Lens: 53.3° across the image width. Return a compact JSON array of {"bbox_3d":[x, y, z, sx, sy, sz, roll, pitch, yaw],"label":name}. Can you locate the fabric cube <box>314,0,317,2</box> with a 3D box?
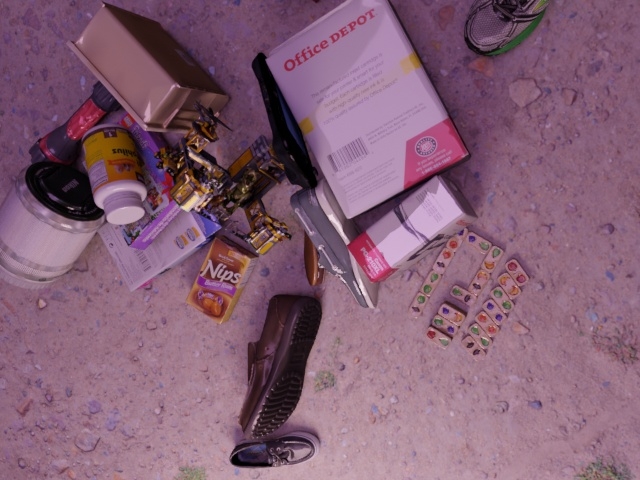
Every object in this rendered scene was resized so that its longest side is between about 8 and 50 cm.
[{"bbox_3d":[-0.063,-0.694,1.299,0.254,0.259,0.258,42,106,10],"label":"fabric cube"}]

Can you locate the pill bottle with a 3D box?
[{"bbox_3d":[-0.464,-0.149,1.446,0.117,0.117,0.215,-26,69,18],"label":"pill bottle"}]

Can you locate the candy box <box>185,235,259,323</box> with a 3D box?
[{"bbox_3d":[-0.240,0.095,1.549,0.109,0.053,0.187,30,102,13],"label":"candy box"}]

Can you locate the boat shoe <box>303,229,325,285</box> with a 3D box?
[{"bbox_3d":[0.000,0.000,1.453,0.073,0.073,0.207,-6,103,-22],"label":"boat shoe"}]

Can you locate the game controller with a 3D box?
[{"bbox_3d":[-0.076,-0.253,1.334,0.067,0.167,0.319,-19,53,3],"label":"game controller"}]

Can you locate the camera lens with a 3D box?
[{"bbox_3d":[-0.678,-0.040,1.576,0.219,0.219,0.274,46,115,8],"label":"camera lens"}]

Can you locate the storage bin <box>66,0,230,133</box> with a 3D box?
[{"bbox_3d":[-0.369,-0.376,1.430,0.262,0.260,0.123,47,108,8],"label":"storage bin"}]

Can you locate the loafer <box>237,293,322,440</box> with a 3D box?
[{"bbox_3d":[-0.109,0.290,1.504,0.130,0.133,0.366,23,93,38],"label":"loafer"}]

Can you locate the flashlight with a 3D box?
[{"bbox_3d":[-0.599,-0.288,1.596,0.304,0.103,0.103,-38,83,18],"label":"flashlight"}]

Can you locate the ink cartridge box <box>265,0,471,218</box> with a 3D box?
[{"bbox_3d":[0.104,-0.280,1.341,0.279,0.160,0.385,-27,88,18],"label":"ink cartridge box"}]

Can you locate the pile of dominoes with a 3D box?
[{"bbox_3d":[0.319,0.119,1.379,0.195,0.040,0.251,30,104,13],"label":"pile of dominoes"}]

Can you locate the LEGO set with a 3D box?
[{"bbox_3d":[-0.164,-0.143,1.365,0.192,0.255,0.331,-42,125,17],"label":"LEGO set"}]

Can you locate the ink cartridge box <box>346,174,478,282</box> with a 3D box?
[{"bbox_3d":[0.196,-0.020,1.329,0.237,0.172,0.100,-38,76,18],"label":"ink cartridge box"}]

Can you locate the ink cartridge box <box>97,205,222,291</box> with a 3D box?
[{"bbox_3d":[-0.391,-0.029,1.578,0.311,0.065,0.186,-33,83,20],"label":"ink cartridge box"}]

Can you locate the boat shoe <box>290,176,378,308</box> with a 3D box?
[{"bbox_3d":[0.036,0.016,1.398,0.099,0.116,0.320,-17,112,23],"label":"boat shoe"}]

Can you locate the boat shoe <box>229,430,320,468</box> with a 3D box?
[{"bbox_3d":[-0.116,0.514,1.542,0.228,0.076,0.080,-7,94,18],"label":"boat shoe"}]

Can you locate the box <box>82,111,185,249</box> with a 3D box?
[{"bbox_3d":[-0.439,-0.151,1.536,0.201,0.057,0.293,-43,64,16],"label":"box"}]

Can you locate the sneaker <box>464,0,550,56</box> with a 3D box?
[{"bbox_3d":[0.406,-0.509,1.228,0.134,0.146,0.343,44,107,9],"label":"sneaker"}]
